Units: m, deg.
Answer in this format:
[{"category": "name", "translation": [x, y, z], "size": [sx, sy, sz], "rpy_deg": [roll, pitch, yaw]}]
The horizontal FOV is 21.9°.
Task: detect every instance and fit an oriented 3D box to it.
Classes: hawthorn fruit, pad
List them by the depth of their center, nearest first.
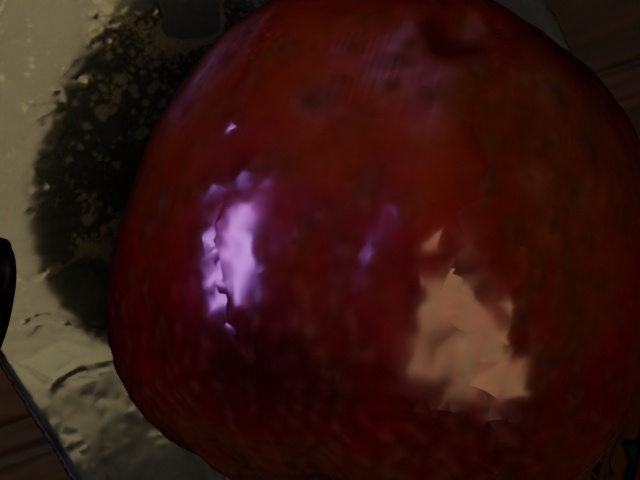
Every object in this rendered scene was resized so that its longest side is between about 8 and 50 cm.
[{"category": "hawthorn fruit", "translation": [0.026, -0.008, 0.534], "size": [0.179, 0.179, 0.200], "rpy_deg": [16, 75, -20]}, {"category": "pad", "translation": [0.000, 0.000, 0.612], "size": [0.248, 0.007, 0.367], "rpy_deg": [-31, 108, -10]}]

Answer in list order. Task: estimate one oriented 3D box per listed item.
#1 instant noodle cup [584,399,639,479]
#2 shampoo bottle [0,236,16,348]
[{"category": "instant noodle cup", "translation": [0.182, 0.087, 0.593], "size": [0.216, 0.172, 0.215], "rpy_deg": [-3, 99, -18]}, {"category": "shampoo bottle", "translation": [-0.226, -0.015, 0.481], "size": [0.278, 0.104, 0.104], "rpy_deg": [20, 93, -20]}]
